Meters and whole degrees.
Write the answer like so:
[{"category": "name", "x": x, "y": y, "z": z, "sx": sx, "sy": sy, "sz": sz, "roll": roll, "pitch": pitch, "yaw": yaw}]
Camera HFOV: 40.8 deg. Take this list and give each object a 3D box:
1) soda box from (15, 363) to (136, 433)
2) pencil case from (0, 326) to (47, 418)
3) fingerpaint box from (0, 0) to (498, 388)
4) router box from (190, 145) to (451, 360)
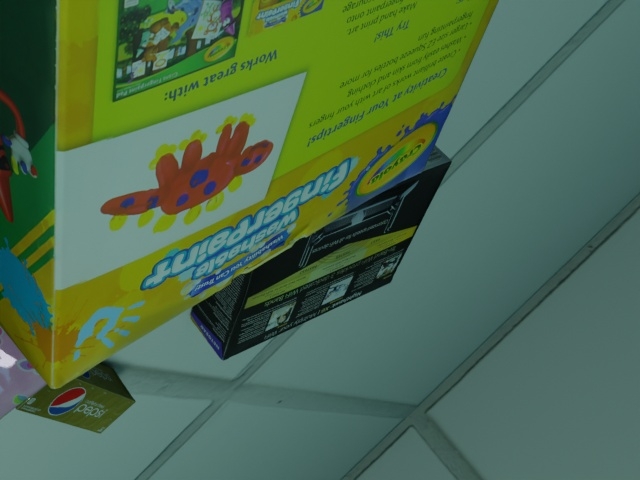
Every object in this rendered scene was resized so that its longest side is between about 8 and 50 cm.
[{"category": "soda box", "x": -0.286, "y": 0.168, "z": 0.982, "sx": 0.061, "sy": 0.058, "sz": 0.181, "roll": -41, "pitch": 155, "yaw": -2}, {"category": "pencil case", "x": -0.317, "y": 0.109, "z": 0.784, "sx": 0.284, "sy": 0.124, "sz": 0.124, "roll": -39, "pitch": 155, "yaw": -4}, {"category": "fingerpaint box", "x": -0.055, "y": -0.149, "z": 0.649, "sx": 0.445, "sy": 0.163, "sz": 0.371, "roll": -32, "pitch": 154, "yaw": -36}, {"category": "router box", "x": 0.000, "y": 0.000, "z": 1.097, "sx": 0.309, "sy": 0.081, "sz": 0.243, "roll": -21, "pitch": 148, "yaw": -37}]
